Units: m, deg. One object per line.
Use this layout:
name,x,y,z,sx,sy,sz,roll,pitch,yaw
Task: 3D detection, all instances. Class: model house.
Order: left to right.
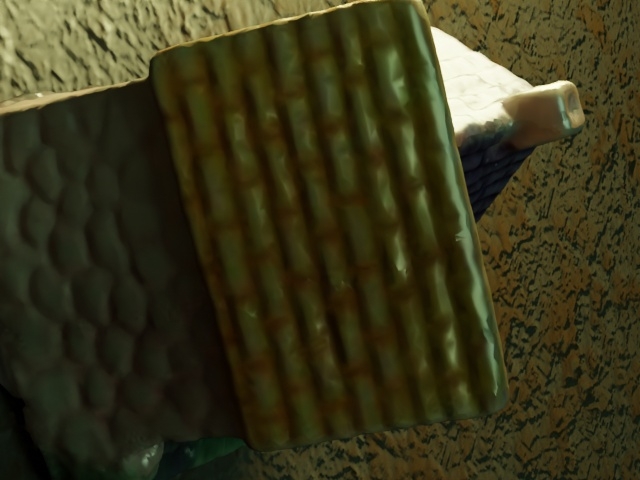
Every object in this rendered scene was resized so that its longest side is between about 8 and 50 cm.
model house,0.000,0.000,0.926,0.237,0.237,0.202,-13,92,-54
